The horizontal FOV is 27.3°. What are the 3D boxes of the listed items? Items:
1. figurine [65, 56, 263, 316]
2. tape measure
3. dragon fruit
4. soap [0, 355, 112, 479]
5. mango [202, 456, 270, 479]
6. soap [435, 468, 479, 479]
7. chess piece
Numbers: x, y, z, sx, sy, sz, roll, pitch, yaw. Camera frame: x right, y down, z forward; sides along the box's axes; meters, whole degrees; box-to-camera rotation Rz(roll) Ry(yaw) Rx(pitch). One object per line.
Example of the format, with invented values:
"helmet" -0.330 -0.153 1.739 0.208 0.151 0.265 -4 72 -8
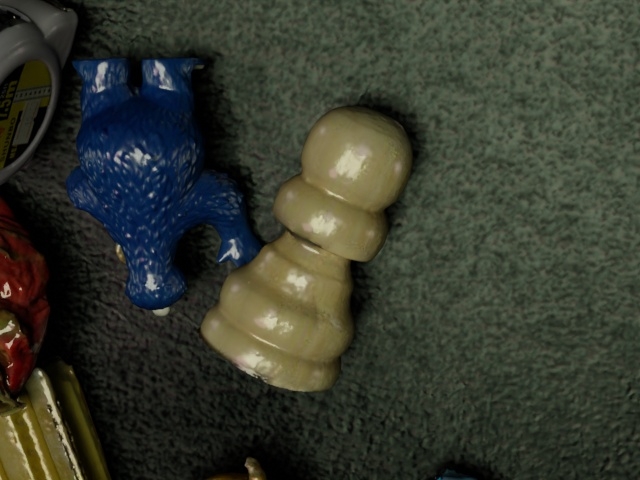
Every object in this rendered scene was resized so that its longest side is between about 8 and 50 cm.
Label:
"figurine" -0.165 -0.051 1.249 0.164 0.121 0.262 -14 101 11
"tape measure" -0.322 -0.142 1.232 0.105 0.178 0.196 27 106 13
"dragon fruit" -0.381 0.075 1.264 0.205 0.152 0.317 13 90 17
"soap" -0.292 0.245 1.367 0.135 0.076 0.233 -18 97 16
"mango" -0.087 0.361 1.328 0.176 0.119 0.317 3 108 4
"soap" 0.108 0.375 1.309 0.156 0.077 0.293 34 106 4
"chess piece" 0.000 0.000 1.221 0.143 0.143 0.261 26 103 5
